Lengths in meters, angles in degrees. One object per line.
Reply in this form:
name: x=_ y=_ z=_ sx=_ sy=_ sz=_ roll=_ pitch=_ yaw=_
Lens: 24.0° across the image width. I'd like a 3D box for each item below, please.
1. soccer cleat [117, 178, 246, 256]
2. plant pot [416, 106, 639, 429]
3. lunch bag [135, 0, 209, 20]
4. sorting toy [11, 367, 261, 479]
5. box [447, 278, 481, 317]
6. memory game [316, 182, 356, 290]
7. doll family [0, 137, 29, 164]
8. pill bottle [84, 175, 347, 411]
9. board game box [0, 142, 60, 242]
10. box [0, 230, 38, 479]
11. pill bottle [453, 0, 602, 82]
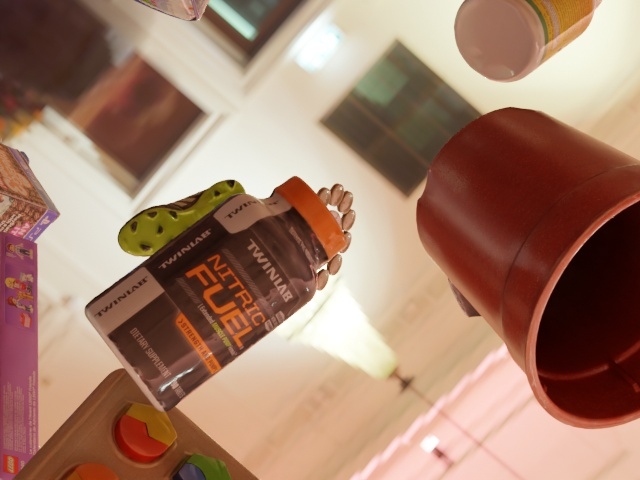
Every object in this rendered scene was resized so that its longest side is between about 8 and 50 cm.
soccer cleat: x=-0.167 y=-0.021 z=1.803 sx=0.179 sy=0.060 sz=0.072 roll=-26 pitch=178 yaw=-29
plant pot: x=0.247 y=0.006 z=1.527 sx=0.272 sy=0.272 sz=0.265 roll=-49 pitch=-140 yaw=3
lunch bag: x=-0.172 y=-0.290 z=1.319 sx=0.219 sy=0.176 sz=0.090 roll=79 pitch=36 yaw=-74
sorting toy: x=-0.167 y=0.239 z=1.448 sx=0.193 sy=0.208 sz=0.038 roll=-50 pitch=177 yaw=-42
box: x=0.312 y=0.022 z=2.322 sx=0.207 sy=0.108 sz=0.153 roll=-7 pitch=-129 yaw=21
memory game: x=0.000 y=0.000 z=2.304 sx=0.186 sy=0.012 sz=0.186 roll=-39 pitch=140 yaw=-43
doll family: x=-0.568 y=-0.041 z=2.482 sx=0.163 sy=0.118 sz=0.263 roll=10 pitch=-113 yaw=30
pill bottle: x=-0.094 y=0.042 z=1.446 sx=0.245 sy=0.130 sz=0.130 roll=-38 pitch=-171 yaw=-9
board game box: x=-0.543 y=-0.036 z=2.015 sx=0.232 sy=0.141 sz=0.291 roll=-45 pitch=149 yaw=13
box: x=-0.401 y=0.159 z=1.694 sx=0.201 sy=0.057 sz=0.293 roll=-25 pitch=-122 yaw=35
pill bottle: x=0.260 y=-0.279 z=1.822 sx=0.208 sy=0.118 sz=0.117 roll=-38 pitch=179 yaw=-45
